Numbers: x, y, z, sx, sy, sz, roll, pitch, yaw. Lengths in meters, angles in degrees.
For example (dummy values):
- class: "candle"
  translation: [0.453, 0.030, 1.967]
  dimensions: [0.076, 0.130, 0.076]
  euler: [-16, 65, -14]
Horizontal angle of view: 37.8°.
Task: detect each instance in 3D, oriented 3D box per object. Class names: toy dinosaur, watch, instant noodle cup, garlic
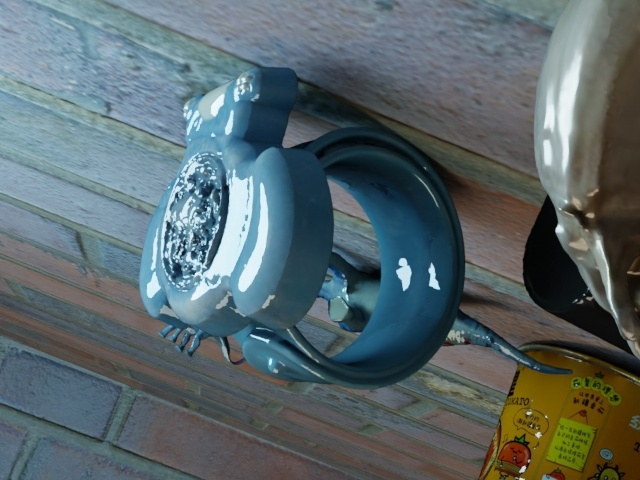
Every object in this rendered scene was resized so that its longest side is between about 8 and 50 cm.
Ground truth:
- class: "toy dinosaur"
  translation: [-0.168, 0.115, 1.257]
  dimensions: [0.197, 0.080, 0.045]
  euler: [46, 158, -28]
- class: "watch"
  translation: [0.000, 0.000, 0.627]
  dimensions: [0.193, 0.211, 0.211]
  euler: [15, 167, -31]
- class: "instant noodle cup"
  translation: [0.258, 0.227, 0.926]
  dimensions: [0.215, 0.172, 0.216]
  euler: [28, 164, 9]
- class: "garlic"
  translation: [0.176, -0.027, 0.369]
  dimensions: [0.229, 0.178, 0.143]
  euler: [47, -173, -14]
- class: "toy dinosaur"
  translation: [0.062, 0.067, 0.882]
  dimensions: [0.329, 0.076, 0.144]
  euler: [12, 166, 33]

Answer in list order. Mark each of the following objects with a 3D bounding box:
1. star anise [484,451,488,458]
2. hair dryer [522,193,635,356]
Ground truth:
- class: "star anise"
  translation: [0.311, 0.278, 1.177]
  dimensions: [0.209, 0.089, 0.231]
  euler: [-6, 155, 32]
- class: "hair dryer"
  translation: [0.233, 0.103, 0.463]
  dimensions: [0.244, 0.302, 0.116]
  euler: [26, 134, -14]
